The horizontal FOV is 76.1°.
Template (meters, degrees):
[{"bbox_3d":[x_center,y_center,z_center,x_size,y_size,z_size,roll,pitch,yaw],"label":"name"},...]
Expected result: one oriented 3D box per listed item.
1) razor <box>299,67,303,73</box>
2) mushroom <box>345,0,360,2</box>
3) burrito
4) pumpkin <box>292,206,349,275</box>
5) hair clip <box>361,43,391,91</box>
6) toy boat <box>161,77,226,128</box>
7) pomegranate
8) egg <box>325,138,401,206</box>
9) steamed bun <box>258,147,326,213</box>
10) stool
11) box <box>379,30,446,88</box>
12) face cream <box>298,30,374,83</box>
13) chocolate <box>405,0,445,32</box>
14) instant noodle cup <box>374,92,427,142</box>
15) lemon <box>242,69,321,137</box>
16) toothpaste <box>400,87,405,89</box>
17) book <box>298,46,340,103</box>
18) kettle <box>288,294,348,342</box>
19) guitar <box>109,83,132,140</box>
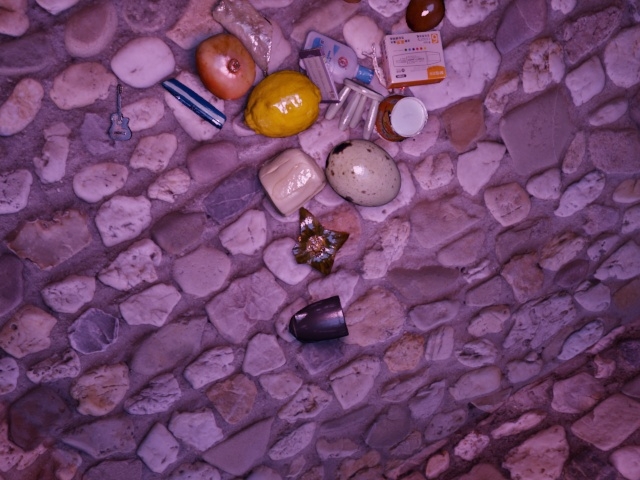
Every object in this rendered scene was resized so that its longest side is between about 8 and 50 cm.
[{"bbox_3d":[-0.086,-0.744,1.831,0.044,0.028,0.155,8,103,-12],"label":"razor"},{"bbox_3d":[0.124,-1.108,1.672,0.147,0.217,0.227,-33,108,-1],"label":"mushroom"},{"bbox_3d":[-0.293,-0.886,1.722,0.175,0.107,0.348,-39,106,16],"label":"burrito"},{"bbox_3d":[-0.024,0.011,2.005,0.290,0.095,0.259,25,95,-19],"label":"pumpkin"},{"bbox_3d":[0.261,-0.779,1.879,0.072,0.034,0.226,-28,108,-1],"label":"hair clip"},{"bbox_3d":[-0.539,-0.593,1.759,0.299,0.096,0.062,35,86,-14],"label":"toy boat"},{"bbox_3d":[-0.381,-0.705,1.664,0.228,0.270,0.252,-33,115,-9],"label":"pomegranate"},{"bbox_3d":[0.200,-0.303,1.864,0.378,0.287,0.288,16,102,-26],"label":"egg"},{"bbox_3d":[-0.144,-0.282,1.850,0.290,0.273,0.272,-44,92,-1],"label":"steamed bun"},{"bbox_3d":[0.152,-0.583,1.799,0.195,0.195,0.199,11,118,-34],"label":"stool"},{"bbox_3d":[0.417,-0.813,1.844,0.273,0.091,0.221,-12,93,-10],"label":"box"},{"bbox_3d":[0.079,-0.787,1.818,0.336,0.080,0.163,17,99,-18],"label":"face cream"},{"bbox_3d":[0.452,-1.001,1.793,0.176,0.177,0.177,-2,105,-9],"label":"chocolate"},{"bbox_3d":[0.376,-0.564,1.880,0.229,0.182,0.231,-3,104,-10],"label":"instant noodle cup"},{"bbox_3d":[-0.160,-0.577,1.741,0.315,0.285,0.286,9,103,-6],"label":"lemon"},{"bbox_3d":[0.459,-0.762,1.923,0.190,0.031,0.048,-21,110,-2],"label":"toothpaste"},{"bbox_3d":[-0.001,-0.690,1.724,0.026,0.157,0.231,-39,125,-22],"label":"book"},{"bbox_3d":[-0.011,0.433,2.080,0.289,0.208,0.269,-16,134,0],"label":"kettle"},{"bbox_3d":[-0.856,-0.545,1.749,0.088,0.025,0.234,3,103,-10],"label":"guitar"}]
